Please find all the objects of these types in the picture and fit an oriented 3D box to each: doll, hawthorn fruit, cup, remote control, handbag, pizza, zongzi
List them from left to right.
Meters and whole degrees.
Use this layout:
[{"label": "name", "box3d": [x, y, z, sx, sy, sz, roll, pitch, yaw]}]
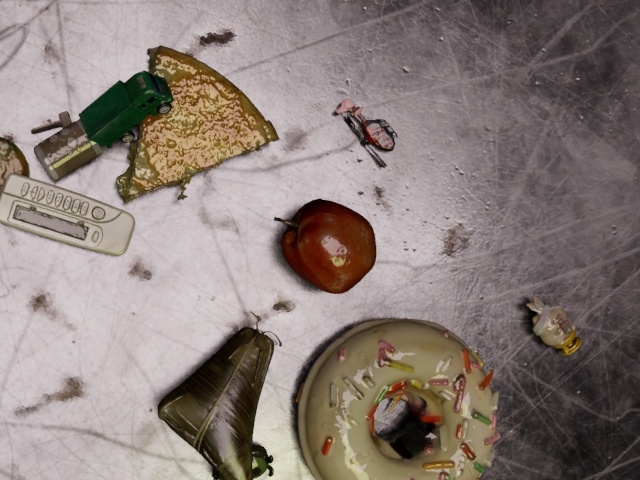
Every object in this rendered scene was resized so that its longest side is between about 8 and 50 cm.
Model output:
[{"label": "cup", "box3d": [-0.443, -0.167, 1.901, 0.099, 0.074, 0.102, -33, 94, -12]}, {"label": "remote control", "box3d": [-0.436, -0.041, 1.901, 0.230, 0.049, 0.090, 19, 87, -16]}, {"label": "pizza", "box3d": [-0.261, -0.185, 1.947, 0.280, 0.075, 0.287, 44, 81, -3]}, {"label": "handbag", "box3d": [-0.140, 0.401, 1.951, 0.111, 0.047, 0.072, -13, 123, -14]}, {"label": "zongzi", "box3d": [-0.119, 0.292, 1.916, 0.248, 0.111, 0.241, -44, 82, -12]}, {"label": "hawthorn fruit", "box3d": [0.000, 0.000, 1.945, 0.194, 0.157, 0.157, 30, 81, -21]}, {"label": "doll", "box3d": [0.440, 0.158, 2.076, 0.073, 0.084, 0.127, -46, 106, -13]}]

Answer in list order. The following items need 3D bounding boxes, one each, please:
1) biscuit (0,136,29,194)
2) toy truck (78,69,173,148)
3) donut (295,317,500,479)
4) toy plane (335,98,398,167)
[{"label": "biscuit", "box3d": [-0.598, -0.068, 1.886, 0.118, 0.029, 0.247, 38, 80, -6]}, {"label": "toy truck", "box3d": [-0.324, -0.223, 1.868, 0.147, 0.079, 0.065, -35, 63, 17]}, {"label": "donut", "box3d": [0.147, 0.324, 1.975, 0.383, 0.142, 0.382, 0, 88, -12]}, {"label": "toy plane", "box3d": [0.092, -0.206, 2.042, 0.060, 0.037, 0.145, -43, 101, -1]}]
